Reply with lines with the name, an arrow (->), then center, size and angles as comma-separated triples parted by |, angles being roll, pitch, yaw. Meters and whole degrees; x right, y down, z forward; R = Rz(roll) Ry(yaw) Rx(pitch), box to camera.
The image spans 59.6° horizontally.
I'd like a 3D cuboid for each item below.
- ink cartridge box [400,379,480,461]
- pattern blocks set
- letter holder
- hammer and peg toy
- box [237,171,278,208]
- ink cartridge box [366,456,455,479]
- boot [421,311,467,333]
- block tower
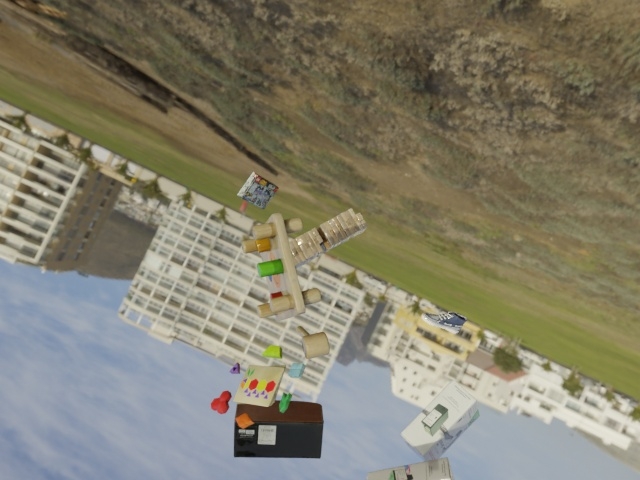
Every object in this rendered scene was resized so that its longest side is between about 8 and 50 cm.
ink cartridge box -> 0.461, 0.702, 2.132 | 0.122, 0.289, 0.211 | 40, 168, 36
pattern blocks set -> -0.199, 0.471, 1.818 | 0.325, 0.285, 0.026 | 2, 143, 45
letter holder -> -0.148, 0.645, 1.996 | 0.302, 0.151, 0.214 | 3, -162, -4
hammer and peg toy -> -0.098, 0.130, 1.435 | 0.128, 0.360, 0.266 | -12, 173, -18
box -> -0.206, -0.165, 1.866 | 0.027, 0.093, 0.137 | 38, -173, 29
ink cartridge box -> 0.306, 0.842, 1.806 | 0.279, 0.201, 0.117 | -17, -169, 12
boot -> 0.540, 0.337, 2.442 | 0.190, 0.086, 0.069 | 21, -151, -15
block tower -> 0.000, 0.000, 2.021 | 0.090, 0.336, 0.097 | 60, 168, 9
